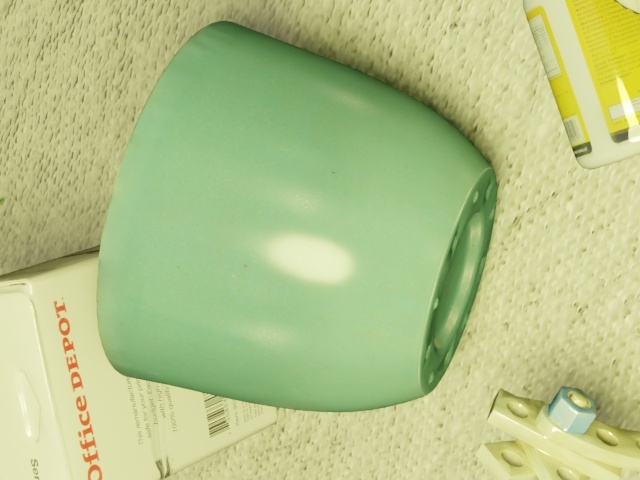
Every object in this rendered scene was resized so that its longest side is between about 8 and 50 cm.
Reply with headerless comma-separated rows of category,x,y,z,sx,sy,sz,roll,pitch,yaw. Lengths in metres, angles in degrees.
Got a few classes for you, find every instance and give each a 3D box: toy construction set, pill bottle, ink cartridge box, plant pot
toy construction set,0.265,0.081,1.103,0.151,0.215,0.327,52,124,14
pill bottle,0.207,-0.151,1.157,0.103,0.103,0.184,-19,90,37
ink cartridge box,-0.175,0.105,1.381,0.115,0.273,0.198,-7,97,36
plant pot,0.000,0.000,1.240,0.235,0.293,0.293,16,111,15

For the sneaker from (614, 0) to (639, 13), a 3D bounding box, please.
sneaker,0.262,-0.194,1.065,0.118,0.107,0.279,-20,123,42
